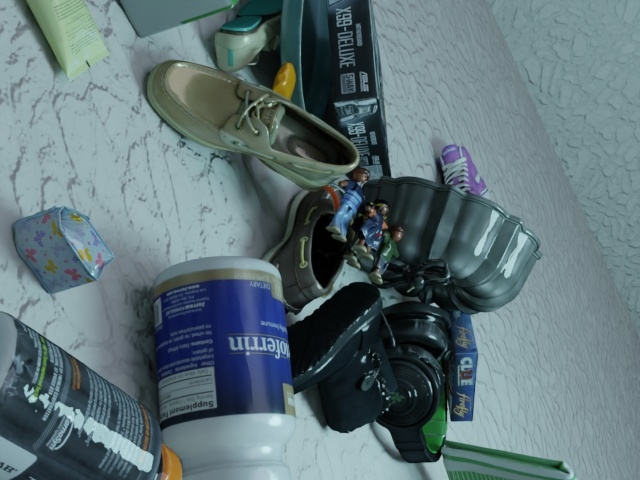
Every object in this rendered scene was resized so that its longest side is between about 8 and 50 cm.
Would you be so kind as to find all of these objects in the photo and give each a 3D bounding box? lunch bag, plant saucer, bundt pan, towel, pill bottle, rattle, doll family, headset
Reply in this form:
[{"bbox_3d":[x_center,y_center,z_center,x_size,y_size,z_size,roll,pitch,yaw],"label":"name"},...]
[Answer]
[{"bbox_3d":[-0.262,0.004,0.921,0.083,0.071,0.053,58,32,-25],"label":"lunch bag"},{"bbox_3d":[-0.018,-0.347,1.499,0.317,0.043,0.318,5,90,-81],"label":"plant saucer"},{"bbox_3d":[0.197,0.025,1.534,0.331,0.330,0.124,42,63,-45],"label":"bundt pan"},{"bbox_3d":[0.345,0.483,1.533,0.038,0.247,0.325,-46,127,-43],"label":"towel"},{"bbox_3d":[-0.231,0.177,0.811,0.246,0.130,0.130,46,37,-40],"label":"pill bottle"},{"bbox_3d":[-0.005,-0.143,1.346,0.200,0.143,0.130,48,21,30],"label":"rattle"},{"bbox_3d":[-0.108,0.163,1.029,0.153,0.153,0.265,23,55,-56],"label":"pill bottle"},{"bbox_3d":[0.069,-0.026,1.322,0.111,0.076,0.193,-62,156,-19],"label":"doll family"},{"bbox_3d":[0.169,0.192,1.494,0.243,0.185,0.394,-72,148,-49],"label":"headset"}]

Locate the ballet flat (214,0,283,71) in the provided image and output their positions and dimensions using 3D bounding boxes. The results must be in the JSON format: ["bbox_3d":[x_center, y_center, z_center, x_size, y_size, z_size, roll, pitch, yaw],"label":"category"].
[{"bbox_3d":[-0.102,-0.327,1.430,0.086,0.086,0.248,63,30,-18],"label":"ballet flat"}]

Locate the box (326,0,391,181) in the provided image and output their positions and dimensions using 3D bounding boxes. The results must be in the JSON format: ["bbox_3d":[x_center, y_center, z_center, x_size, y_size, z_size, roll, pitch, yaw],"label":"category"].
[{"bbox_3d":[0.067,-0.272,1.567,0.307,0.076,0.243,69,17,-68],"label":"box"}]

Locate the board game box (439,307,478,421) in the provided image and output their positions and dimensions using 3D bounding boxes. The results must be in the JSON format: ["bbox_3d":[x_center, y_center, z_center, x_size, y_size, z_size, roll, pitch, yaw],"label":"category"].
[{"bbox_3d":[0.251,0.189,1.677,0.243,0.042,0.165,-89,177,-55],"label":"board game box"}]

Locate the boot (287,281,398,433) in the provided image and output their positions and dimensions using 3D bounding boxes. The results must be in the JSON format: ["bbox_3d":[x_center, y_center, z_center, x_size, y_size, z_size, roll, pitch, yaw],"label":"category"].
[{"bbox_3d":[0.011,0.201,1.276,0.246,0.094,0.207,-36,131,-32],"label":"boot"}]

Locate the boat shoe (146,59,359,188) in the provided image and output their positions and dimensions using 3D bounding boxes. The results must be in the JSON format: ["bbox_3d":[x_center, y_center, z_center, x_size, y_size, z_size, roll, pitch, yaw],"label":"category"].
[{"bbox_3d":[-0.085,-0.163,1.223,0.302,0.098,0.109,27,70,-24],"label":"boat shoe"}]

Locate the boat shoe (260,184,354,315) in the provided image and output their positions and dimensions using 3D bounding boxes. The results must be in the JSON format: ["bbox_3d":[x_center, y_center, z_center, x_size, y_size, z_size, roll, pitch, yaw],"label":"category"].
[{"bbox_3d":[0.000,0.000,1.386,0.117,0.096,0.324,63,28,-19],"label":"boat shoe"}]

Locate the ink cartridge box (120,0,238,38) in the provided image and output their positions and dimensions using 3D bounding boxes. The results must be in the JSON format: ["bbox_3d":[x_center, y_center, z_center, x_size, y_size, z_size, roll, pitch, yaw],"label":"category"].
[{"bbox_3d":[-0.165,-0.371,1.237,0.087,0.153,0.208,65,28,-27],"label":"ink cartridge box"}]

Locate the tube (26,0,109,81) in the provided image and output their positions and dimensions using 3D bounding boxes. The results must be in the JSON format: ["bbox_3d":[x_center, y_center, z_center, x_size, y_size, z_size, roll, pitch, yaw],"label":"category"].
[{"bbox_3d":[-0.318,-0.304,1.027,0.070,0.062,0.240,-33,115,-17],"label":"tube"}]

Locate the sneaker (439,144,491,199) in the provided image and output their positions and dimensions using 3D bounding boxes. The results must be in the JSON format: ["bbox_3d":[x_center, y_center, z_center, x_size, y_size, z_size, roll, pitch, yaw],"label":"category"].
[{"bbox_3d":[0.304,-0.131,2.049,0.161,0.102,0.282,65,17,-6],"label":"sneaker"}]
